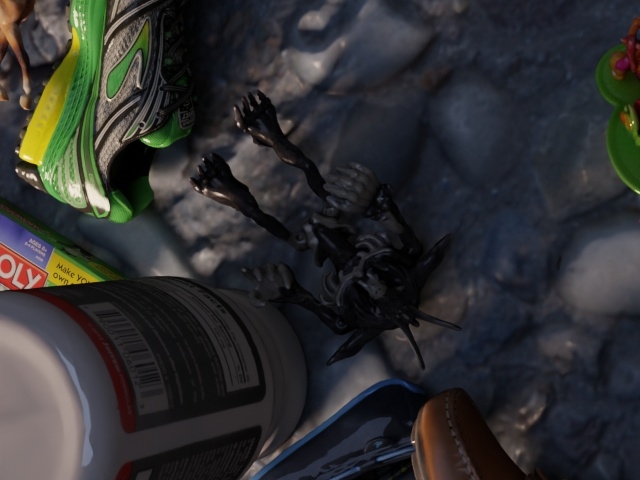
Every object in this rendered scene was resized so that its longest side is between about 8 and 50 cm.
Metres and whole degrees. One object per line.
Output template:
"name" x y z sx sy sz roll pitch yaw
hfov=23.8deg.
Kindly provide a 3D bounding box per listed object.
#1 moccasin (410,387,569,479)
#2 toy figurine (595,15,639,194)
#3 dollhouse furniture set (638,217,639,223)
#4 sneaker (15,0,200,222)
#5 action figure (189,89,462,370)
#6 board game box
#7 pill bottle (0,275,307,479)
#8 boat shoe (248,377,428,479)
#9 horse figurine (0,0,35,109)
"moccasin" 0.213 0.277 1.241 0.147 0.139 0.380 -40 73 20
"toy figurine" 0.278 -0.135 1.165 0.130 0.159 0.173 -25 60 -7
"dollhouse furniture set" 0.311 0.000 1.213 0.091 0.081 0.114 -41 73 23
"sneaker" -0.162 -0.176 1.446 0.146 0.134 0.344 30 114 17
"action figure" 0.000 0.000 1.346 0.275 0.141 0.164 43 98 22
"board game box" -0.357 0.065 1.587 0.317 0.046 0.214 30 105 24
"pill bottle" -0.168 0.138 1.309 0.210 0.363 0.210 1 92 27
"boat shoe" 0.000 0.230 1.366 0.258 0.109 0.089 -46 58 23
"horse figurine" -0.364 -0.239 1.571 0.263 0.066 0.175 14 103 24
